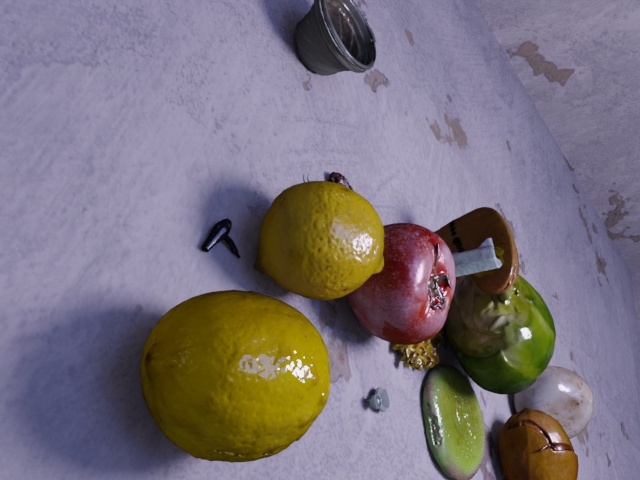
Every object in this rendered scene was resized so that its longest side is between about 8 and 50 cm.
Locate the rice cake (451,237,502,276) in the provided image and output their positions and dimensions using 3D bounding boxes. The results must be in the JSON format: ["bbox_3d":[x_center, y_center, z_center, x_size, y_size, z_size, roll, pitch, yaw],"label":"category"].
[{"bbox_3d":[0.291,0.057,1.473,0.051,0.290,0.081,61,22,-49],"label":"rice cake"}]

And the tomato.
[{"bbox_3d":[0.171,0.091,1.336,0.270,0.227,0.271,-2,93,-50],"label":"tomato"}]

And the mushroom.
[{"bbox_3d":[0.718,0.500,1.897,0.243,0.243,0.244,27,53,-43],"label":"mushroom"}]

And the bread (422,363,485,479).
[{"bbox_3d":[0.355,0.465,1.550,0.301,0.045,0.302,28,53,-44],"label":"bread"}]

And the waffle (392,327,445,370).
[{"bbox_3d":[0.242,0.211,1.522,0.228,0.051,0.232,7,68,-48],"label":"waffle"}]

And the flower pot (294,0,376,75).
[{"bbox_3d":[0.025,-0.507,1.508,0.235,0.140,0.236,28,53,-45],"label":"flower pot"}]

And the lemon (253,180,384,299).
[{"bbox_3d":[0.007,0.001,1.163,0.253,0.228,0.229,7,66,-30],"label":"lemon"}]

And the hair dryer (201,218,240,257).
[{"bbox_3d":[-0.174,0.010,1.101,0.083,0.031,0.079,57,48,-30],"label":"hair dryer"}]

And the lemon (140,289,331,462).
[{"bbox_3d":[-0.124,0.196,0.885,0.284,0.260,0.261,-7,79,-58],"label":"lemon"}]

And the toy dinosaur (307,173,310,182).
[{"bbox_3d":[-0.015,-0.104,1.364,0.062,0.021,0.083,45,46,-40],"label":"toy dinosaur"}]

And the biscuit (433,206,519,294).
[{"bbox_3d":[0.369,0.047,1.554,0.052,0.277,0.262,35,41,-35],"label":"biscuit"}]

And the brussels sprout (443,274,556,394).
[{"bbox_3d":[0.462,0.222,1.606,0.314,0.275,0.372,31,34,-44],"label":"brussels sprout"}]

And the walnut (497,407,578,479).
[{"bbox_3d":[0.613,0.639,1.677,0.209,0.208,0.337,-16,93,-54],"label":"walnut"}]

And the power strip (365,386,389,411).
[{"bbox_3d":[0.126,0.352,1.324,0.083,0.035,0.055,13,63,-64],"label":"power strip"}]

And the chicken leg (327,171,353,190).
[{"bbox_3d":[0.057,-0.097,1.441,0.062,0.037,0.145,-29,97,-32],"label":"chicken leg"}]
